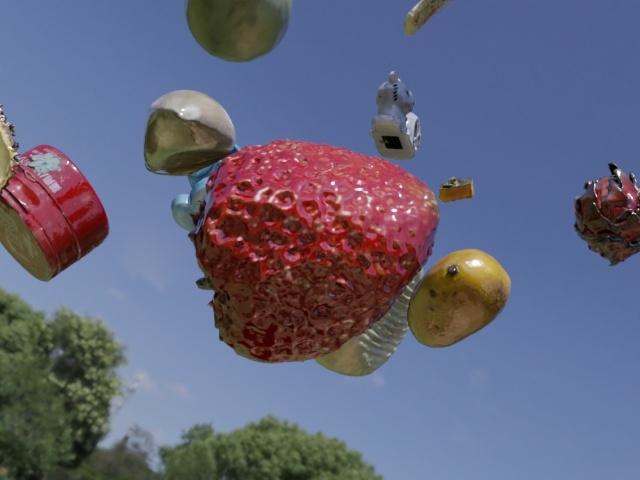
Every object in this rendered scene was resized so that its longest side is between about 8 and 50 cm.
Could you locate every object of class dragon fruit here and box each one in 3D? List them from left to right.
[{"bbox_3d":[0.641,-0.052,1.967,0.189,0.182,0.182,48,-16,19],"label":"dragon fruit"}]

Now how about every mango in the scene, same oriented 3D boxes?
[{"bbox_3d":[0.208,0.096,1.367,0.227,0.147,0.109,104,-30,-55],"label":"mango"}]

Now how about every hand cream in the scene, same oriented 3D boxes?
[{"bbox_3d":[-0.506,-0.051,1.641,0.230,0.149,0.230,33,-37,29],"label":"hand cream"}]

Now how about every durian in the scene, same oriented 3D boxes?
[{"bbox_3d":[-0.340,-0.090,0.912,0.066,0.130,0.052,8,-10,-24],"label":"durian"}]

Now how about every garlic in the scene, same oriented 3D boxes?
[{"bbox_3d":[-0.219,-0.170,1.466,0.143,0.112,0.318,-7,-16,-17],"label":"garlic"}]

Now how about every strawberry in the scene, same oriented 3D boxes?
[{"bbox_3d":[0.000,0.000,0.986,0.276,0.257,0.257,-14,-40,17],"label":"strawberry"}]

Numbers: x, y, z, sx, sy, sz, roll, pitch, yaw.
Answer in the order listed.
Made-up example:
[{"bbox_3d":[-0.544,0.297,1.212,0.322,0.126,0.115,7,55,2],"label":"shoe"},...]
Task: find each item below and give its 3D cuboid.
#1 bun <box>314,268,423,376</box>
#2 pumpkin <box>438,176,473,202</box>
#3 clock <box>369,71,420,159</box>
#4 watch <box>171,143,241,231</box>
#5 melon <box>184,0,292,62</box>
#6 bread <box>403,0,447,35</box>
[{"bbox_3d":[0.077,0.115,1.912,0.213,0.361,0.361,28,-21,24],"label":"bun"},{"bbox_3d":[0.313,-0.122,2.079,0.083,0.074,0.054,-11,-75,11],"label":"pumpkin"},{"bbox_3d":[0.148,-0.234,1.717,0.079,0.117,0.176,5,-21,18],"label":"clock"},{"bbox_3d":[-0.203,-0.115,1.905,0.210,0.193,0.211,-2,-50,-2],"label":"watch"},{"bbox_3d":[-0.194,-0.555,2.122,0.271,0.272,0.308,27,-30,12],"label":"melon"},{"bbox_3d":[0.240,-0.452,1.563,0.039,0.251,0.182,47,21,-5],"label":"bread"}]
